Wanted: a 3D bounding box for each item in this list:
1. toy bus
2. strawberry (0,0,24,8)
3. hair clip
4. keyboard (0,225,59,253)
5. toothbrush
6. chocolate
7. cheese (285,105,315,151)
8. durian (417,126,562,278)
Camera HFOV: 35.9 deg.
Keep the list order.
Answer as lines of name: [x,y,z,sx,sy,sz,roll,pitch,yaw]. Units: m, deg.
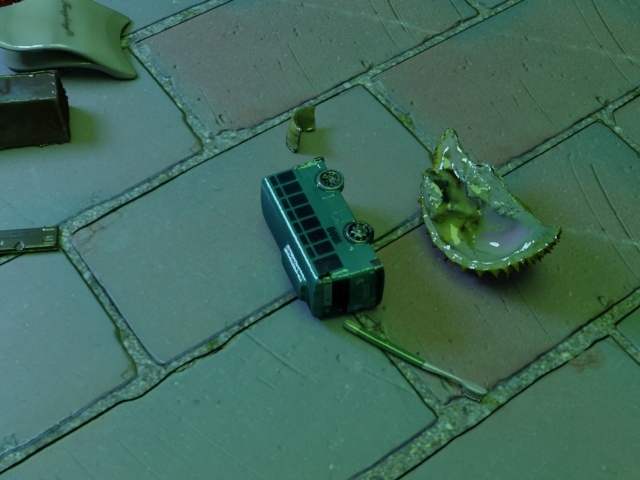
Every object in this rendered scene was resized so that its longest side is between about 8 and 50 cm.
toy bus: [0.000,0.000,1.651,0.147,0.128,0.256,-18,56,-13]
strawberry: [-0.628,-0.567,2.013,0.286,0.106,0.188,35,59,20]
hair clip: [-0.504,-0.397,1.899,0.281,0.113,0.173,-6,56,-9]
keyboard: [-0.511,0.000,1.685,0.129,0.015,0.049,-5,51,-7]
toothbrush: [0.149,0.191,1.593,0.257,0.024,0.018,27,38,15]
chocolate: [-0.619,-0.230,1.777,0.321,0.112,0.112,-7,54,-9]
cheese: [-0.038,-0.213,1.840,0.041,0.060,0.084,25,50,14]
durian: [0.267,-0.053,1.682,0.172,0.166,0.306,-22,59,-15]
